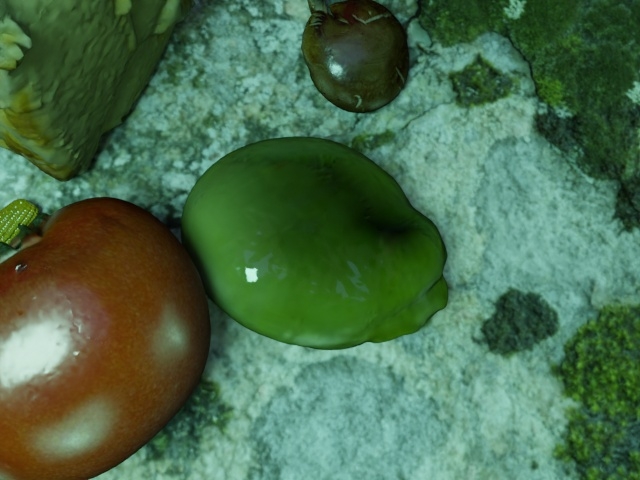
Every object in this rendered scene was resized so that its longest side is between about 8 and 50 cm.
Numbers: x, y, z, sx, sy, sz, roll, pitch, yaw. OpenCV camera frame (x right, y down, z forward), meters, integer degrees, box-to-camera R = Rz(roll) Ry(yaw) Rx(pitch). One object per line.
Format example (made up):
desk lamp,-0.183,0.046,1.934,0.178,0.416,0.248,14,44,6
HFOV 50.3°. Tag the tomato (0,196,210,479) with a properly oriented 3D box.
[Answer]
tomato,-0.221,0.085,0.600,0.256,0.256,0.224,-40,102,-17

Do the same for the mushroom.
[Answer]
mushroom,0.036,-0.238,0.813,0.135,0.080,0.170,-36,88,-26

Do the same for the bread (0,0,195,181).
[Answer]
bread,-0.323,-0.275,0.602,0.371,0.390,0.279,28,78,-1

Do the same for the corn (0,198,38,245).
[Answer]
corn,-0.335,-0.006,0.709,0.037,0.037,0.092,40,69,1

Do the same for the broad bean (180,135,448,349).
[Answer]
broad bean,0.000,0.000,0.718,0.291,0.119,0.238,15,62,-11
